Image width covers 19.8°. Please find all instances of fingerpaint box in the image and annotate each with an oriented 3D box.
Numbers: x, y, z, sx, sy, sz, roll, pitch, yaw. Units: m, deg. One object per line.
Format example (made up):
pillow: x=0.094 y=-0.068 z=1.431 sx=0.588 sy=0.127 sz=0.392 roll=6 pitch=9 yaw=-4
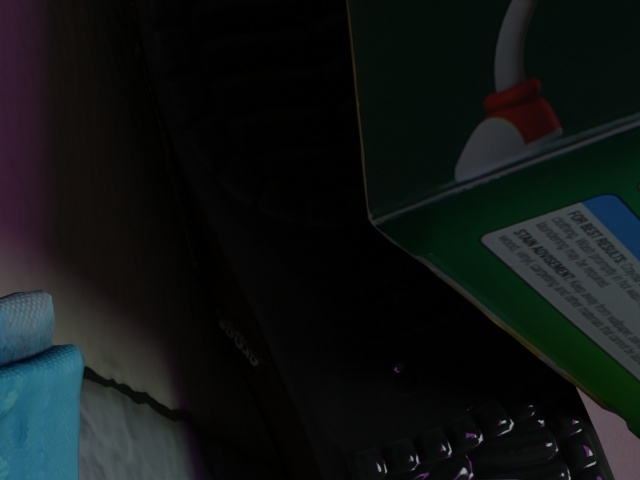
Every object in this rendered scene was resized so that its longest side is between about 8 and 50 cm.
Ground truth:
fingerpaint box: x=0.177 y=-0.102 z=0.735 sx=0.445 sy=0.163 sz=0.371 roll=38 pitch=39 yaw=-49

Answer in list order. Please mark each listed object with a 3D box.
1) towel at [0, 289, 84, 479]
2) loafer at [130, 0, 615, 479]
towel: x=-0.069 y=0.162 z=0.243 sx=0.370 sy=0.040 sz=0.271 roll=-57 pitch=141 yaw=-83
loafer: x=0.000 y=0.000 z=0.709 sx=0.130 sy=0.134 sz=0.366 roll=138 pitch=-61 yaw=-67
